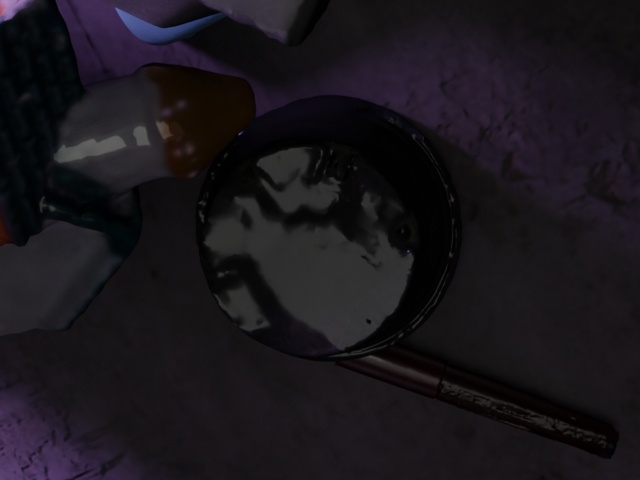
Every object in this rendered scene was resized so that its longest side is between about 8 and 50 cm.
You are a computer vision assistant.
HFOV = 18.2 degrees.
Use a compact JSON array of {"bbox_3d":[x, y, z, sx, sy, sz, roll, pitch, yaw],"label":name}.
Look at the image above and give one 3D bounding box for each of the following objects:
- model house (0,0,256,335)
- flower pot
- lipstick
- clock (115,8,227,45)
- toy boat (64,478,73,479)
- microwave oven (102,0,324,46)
[{"bbox_3d":[-0.185,-0.063,1.083,0.300,0.190,0.271,-12,128,1],"label":"model house"},{"bbox_3d":[0.000,0.000,1.119,0.157,0.107,0.157,1,98,5],"label":"flower pot"},{"bbox_3d":[0.095,0.092,1.194,0.176,0.027,0.027,20,109,-1],"label":"lipstick"},{"bbox_3d":[-0.085,-0.191,1.111,0.108,0.045,0.147,-25,103,13],"label":"clock"},{"bbox_3d":[-0.102,0.218,1.230,0.185,0.077,0.075,28,108,-3],"label":"toy boat"},{"bbox_3d":[-0.138,-0.317,0.947,0.432,0.236,0.374,26,98,-1],"label":"microwave oven"}]
